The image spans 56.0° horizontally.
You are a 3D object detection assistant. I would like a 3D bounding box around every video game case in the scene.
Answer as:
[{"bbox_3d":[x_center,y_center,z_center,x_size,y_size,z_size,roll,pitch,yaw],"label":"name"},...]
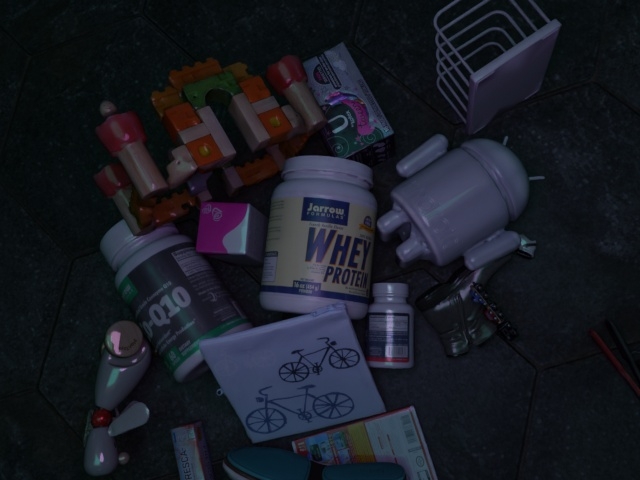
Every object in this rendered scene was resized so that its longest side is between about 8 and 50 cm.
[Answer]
[{"bbox_3d":[0.100,0.499,1.314,0.285,0.025,0.203,-18,79,6],"label":"video game case"}]

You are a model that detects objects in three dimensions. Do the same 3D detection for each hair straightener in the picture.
[{"bbox_3d":[0.661,0.259,1.244,0.089,0.047,0.230,-34,78,3],"label":"hair straightener"}]

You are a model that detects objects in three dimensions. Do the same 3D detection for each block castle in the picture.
[{"bbox_3d":[-0.238,-0.217,1.264,0.453,0.303,0.212,-27,84,-26],"label":"block castle"}]

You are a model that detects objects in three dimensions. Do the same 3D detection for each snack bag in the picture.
[{"bbox_3d":[-0.058,0.285,1.259,0.323,0.037,0.342,-16,124,9],"label":"snack bag"}]

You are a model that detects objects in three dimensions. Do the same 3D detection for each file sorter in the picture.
[{"bbox_3d":[0.356,-0.389,1.283,0.193,0.277,0.173,-33,73,3],"label":"file sorter"}]

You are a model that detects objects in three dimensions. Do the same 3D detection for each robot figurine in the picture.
[{"bbox_3d":[0.290,-0.081,1.275,0.354,0.200,0.299,-34,80,-2],"label":"robot figurine"}]

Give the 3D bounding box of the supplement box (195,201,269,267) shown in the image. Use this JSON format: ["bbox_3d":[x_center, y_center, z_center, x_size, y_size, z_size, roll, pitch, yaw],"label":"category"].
[{"bbox_3d":[-0.183,-0.008,1.340,0.111,0.220,0.113,3,82,10],"label":"supplement box"}]

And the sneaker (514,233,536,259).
[{"bbox_3d":[0.425,0.000,1.334,0.109,0.040,0.043,28,71,9],"label":"sneaker"}]

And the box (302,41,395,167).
[{"bbox_3d":[0.052,-0.289,1.372,0.142,0.163,0.247,-28,78,3],"label":"box"}]

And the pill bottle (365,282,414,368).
[{"bbox_3d":[0.152,0.185,1.312,0.108,0.108,0.180,0,81,10],"label":"pill bottle"}]

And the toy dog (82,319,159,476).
[{"bbox_3d":[-0.429,0.345,1.363,0.161,0.220,0.333,10,91,-21],"label":"toy dog"}]

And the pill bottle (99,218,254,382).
[{"bbox_3d":[-0.328,0.117,1.355,0.204,0.204,0.361,-38,77,2],"label":"pill bottle"}]

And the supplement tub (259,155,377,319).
[{"bbox_3d":[0.000,0.000,1.300,0.236,0.235,0.324,5,83,10],"label":"supplement tub"}]

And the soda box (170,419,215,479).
[{"bbox_3d":[-0.284,0.505,1.359,0.058,0.063,0.183,-16,78,7],"label":"soda box"}]

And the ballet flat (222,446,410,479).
[{"bbox_3d":[-0.014,0.528,1.261,0.401,0.139,0.139,3,82,9],"label":"ballet flat"}]

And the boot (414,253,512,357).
[{"bbox_3d":[0.342,0.135,1.315,0.247,0.083,0.161,-35,90,3],"label":"boot"}]

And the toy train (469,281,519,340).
[{"bbox_3d":[0.363,0.151,1.270,0.036,0.027,0.158,-38,100,9],"label":"toy train"}]
